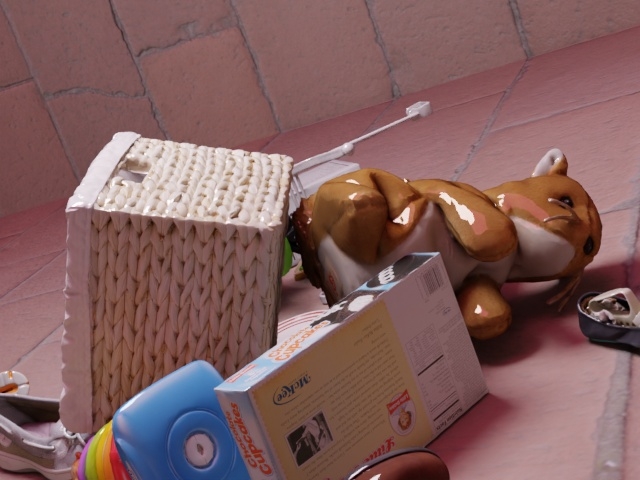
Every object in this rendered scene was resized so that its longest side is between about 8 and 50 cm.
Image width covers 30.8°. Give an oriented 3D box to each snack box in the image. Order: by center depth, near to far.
[{"bbox_3d":[0.046,0.164,1.276,0.322,0.187,0.060,-32,18,-38],"label":"snack box"}]

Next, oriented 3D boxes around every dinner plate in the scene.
[{"bbox_3d":[-0.035,0.144,1.793,0.141,0.017,0.141,-19,16,6],"label":"dinner plate"}]

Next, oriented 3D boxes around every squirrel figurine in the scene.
[{"bbox_3d":[0.174,-0.009,1.589,0.371,0.281,0.397,-18,16,-15],"label":"squirrel figurine"}]

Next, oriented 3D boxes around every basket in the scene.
[{"bbox_3d":[-0.187,0.059,1.574,0.267,0.331,0.328,7,21,0],"label":"basket"}]

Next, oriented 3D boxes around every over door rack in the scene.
[{"bbox_3d":[0.103,-0.068,1.926,0.324,0.239,0.108,-28,14,-22],"label":"over door rack"}]

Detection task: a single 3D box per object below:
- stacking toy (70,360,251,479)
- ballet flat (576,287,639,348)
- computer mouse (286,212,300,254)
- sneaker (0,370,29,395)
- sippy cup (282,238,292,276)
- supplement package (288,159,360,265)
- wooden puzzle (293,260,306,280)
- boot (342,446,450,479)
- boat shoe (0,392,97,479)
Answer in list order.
[{"bbox_3d":[-0.226,0.269,1.395,0.166,0.175,0.302,-31,7,-42],"label":"stacking toy"},{"bbox_3d":[0.370,0.090,1.336,0.074,0.074,0.203,-28,17,-26],"label":"ballet flat"},{"bbox_3d":[0.000,0.000,2.067,0.272,0.072,0.188,-7,-17,-26],"label":"computer mouse"},{"bbox_3d":[-0.589,0.281,1.957,0.215,0.084,0.083,-19,1,-7],"label":"sneaker"},{"bbox_3d":[-0.204,0.050,1.950,0.240,0.224,0.305,-25,15,-25],"label":"sippy cup"},{"bbox_3d":[-0.034,-0.047,2.247,0.244,0.133,0.139,-25,15,-15],"label":"supplement package"},{"bbox_3d":[-0.011,0.040,2.141,0.079,0.014,0.116,-17,15,12],"label":"wooden puzzle"},{"bbox_3d":[0.078,0.288,0.971,0.264,0.096,0.280,-28,17,-27],"label":"boot"},{"bbox_3d":[-0.369,0.265,1.641,0.320,0.103,0.118,-6,21,45],"label":"boat shoe"}]
